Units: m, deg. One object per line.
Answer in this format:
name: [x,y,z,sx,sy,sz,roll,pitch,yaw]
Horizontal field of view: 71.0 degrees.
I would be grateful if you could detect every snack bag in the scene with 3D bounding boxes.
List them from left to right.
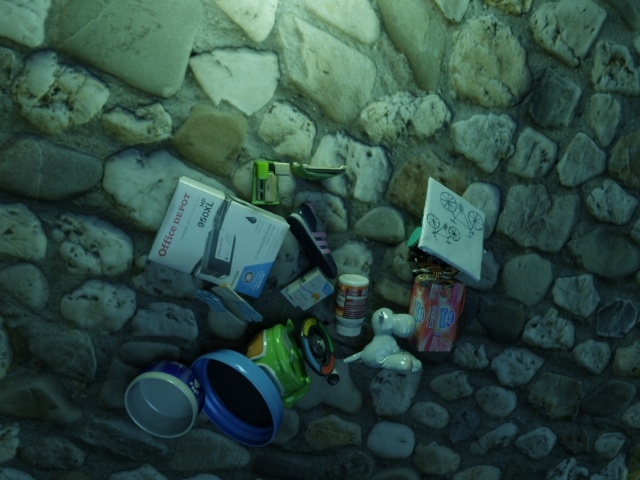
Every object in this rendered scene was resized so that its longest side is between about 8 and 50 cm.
snack bag: [0.518,-0.038,1.741,0.322,0.037,0.343,28,57,-21]

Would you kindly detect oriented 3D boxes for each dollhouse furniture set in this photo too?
dollhouse furniture set: [-0.079,-0.192,1.556,0.300,0.197,0.152,-1,102,-14]

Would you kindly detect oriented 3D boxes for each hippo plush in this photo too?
hippo plush: [0.271,0.397,1.813,0.293,0.234,0.237,7,80,16]

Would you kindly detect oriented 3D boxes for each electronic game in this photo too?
electronic game: [-0.011,0.401,1.710,0.048,0.229,0.229,-25,111,22]

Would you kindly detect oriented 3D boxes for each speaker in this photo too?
speaker: [0.033,0.519,1.785,0.055,0.136,0.055,-3,104,-13]

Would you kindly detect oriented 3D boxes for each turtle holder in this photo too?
turtle holder: [-0.161,0.470,1.694,0.227,0.244,0.320,-22,143,5]

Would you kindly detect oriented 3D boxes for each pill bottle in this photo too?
pill bottle: [0.119,0.252,1.754,0.121,0.121,0.222,3,102,-16]

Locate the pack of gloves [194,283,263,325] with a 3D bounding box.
pack of gloves: [-0.321,0.221,1.599,0.232,0.194,0.046,51,44,-35]

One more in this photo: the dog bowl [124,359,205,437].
dog bowl: [-0.552,0.565,1.605,0.264,0.104,0.265,3,111,8]

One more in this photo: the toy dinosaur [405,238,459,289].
toy dinosaur: [0.455,0.099,1.740,0.321,0.218,0.164,11,126,-52]

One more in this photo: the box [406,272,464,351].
box: [0.464,0.291,1.844,0.153,0.142,0.301,6,101,-17]

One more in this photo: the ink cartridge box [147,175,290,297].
ink cartridge box: [-0.347,-0.011,1.543,0.394,0.166,0.286,22,96,-18]

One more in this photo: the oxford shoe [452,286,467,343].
oxford shoe: [0.580,0.312,1.920,0.098,0.096,0.272,1,108,-35]

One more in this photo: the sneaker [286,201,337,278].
sneaker: [0.000,0.000,1.677,0.131,0.112,0.319,-49,125,-32]

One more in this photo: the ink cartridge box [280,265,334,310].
ink cartridge box: [-0.051,0.191,1.698,0.181,0.062,0.104,-34,117,11]

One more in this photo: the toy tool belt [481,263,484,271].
toy tool belt: [0.657,0.102,1.907,0.083,0.052,0.051,11,69,-20]

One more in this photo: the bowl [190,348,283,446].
bowl: [-0.302,0.560,1.614,0.077,0.390,0.392,-39,117,-50]

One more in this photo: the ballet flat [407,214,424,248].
ballet flat: [0.423,-0.047,1.794,0.074,0.074,0.203,27,92,-19]
